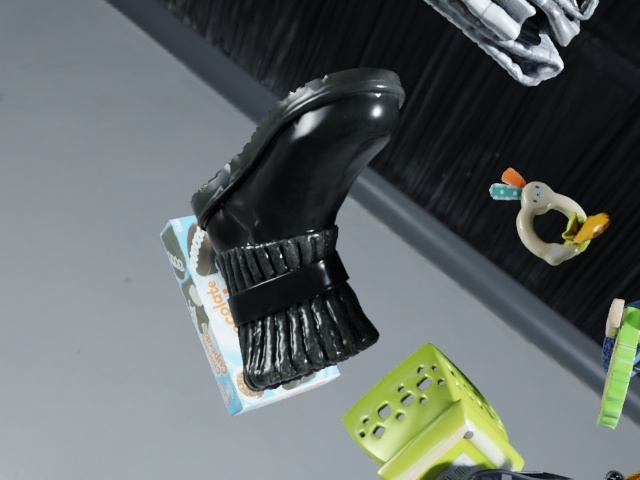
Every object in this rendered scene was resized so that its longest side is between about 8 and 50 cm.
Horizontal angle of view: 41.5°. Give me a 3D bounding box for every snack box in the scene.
[{"bbox_3d":[-0.115,0.102,1.362,0.187,0.060,0.322,-13,72,-35],"label":"snack box"}]

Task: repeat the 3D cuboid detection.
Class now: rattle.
[{"bbox_3d":[0.387,-0.065,1.455,0.130,0.143,0.199,-30,75,3],"label":"rattle"}]

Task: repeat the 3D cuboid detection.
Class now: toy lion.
[{"bbox_3d":[0.232,0.098,0.656,0.034,0.100,0.096,14,83,19],"label":"toy lion"}]

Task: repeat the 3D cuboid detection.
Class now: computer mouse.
[{"bbox_3d":[0.358,0.455,1.344,0.262,0.060,0.184,-2,83,9],"label":"computer mouse"}]

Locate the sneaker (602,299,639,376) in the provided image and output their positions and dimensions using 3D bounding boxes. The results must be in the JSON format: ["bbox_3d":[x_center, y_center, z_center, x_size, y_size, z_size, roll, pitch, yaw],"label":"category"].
[{"bbox_3d":[0.416,0.090,0.971,0.090,0.232,0.081,16,45,-8],"label":"sneaker"}]

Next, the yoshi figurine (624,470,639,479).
[{"bbox_3d":[0.658,0.602,1.520,0.203,0.203,0.362,-18,81,-54],"label":"yoshi figurine"}]

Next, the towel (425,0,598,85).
[{"bbox_3d":[0.114,-0.285,0.724,0.284,0.121,0.235,37,27,-14],"label":"towel"}]

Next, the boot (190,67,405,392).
[{"bbox_3d":[0.003,0.000,0.938,0.131,0.348,0.260,-3,64,-41],"label":"boot"}]

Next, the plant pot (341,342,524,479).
[{"bbox_3d":[0.207,0.361,1.501,0.227,0.228,0.207,46,5,-24],"label":"plant pot"}]
